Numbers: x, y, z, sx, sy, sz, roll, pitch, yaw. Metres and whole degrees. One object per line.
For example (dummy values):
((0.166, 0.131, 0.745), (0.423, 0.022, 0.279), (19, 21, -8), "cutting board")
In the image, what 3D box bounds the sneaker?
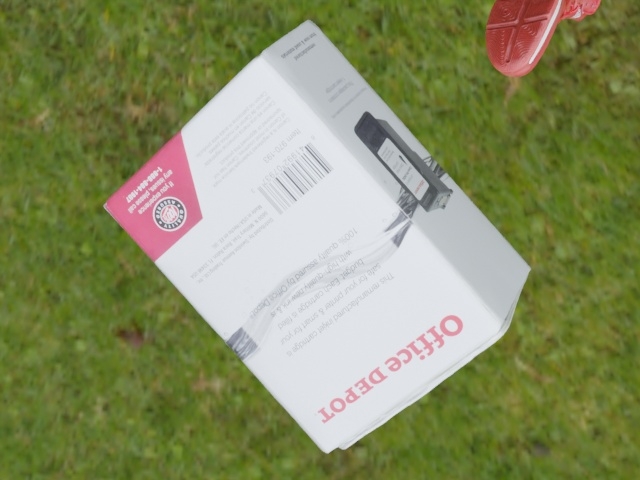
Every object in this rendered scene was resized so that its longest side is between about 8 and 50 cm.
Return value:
((0.258, -0.250, 1.524), (0.087, 0.221, 0.128), (2, 153, 42), "sneaker")

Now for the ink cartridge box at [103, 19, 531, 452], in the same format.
((0.000, 0.000, 0.609), (0.109, 0.063, 0.150), (-39, 95, 30), "ink cartridge box")
